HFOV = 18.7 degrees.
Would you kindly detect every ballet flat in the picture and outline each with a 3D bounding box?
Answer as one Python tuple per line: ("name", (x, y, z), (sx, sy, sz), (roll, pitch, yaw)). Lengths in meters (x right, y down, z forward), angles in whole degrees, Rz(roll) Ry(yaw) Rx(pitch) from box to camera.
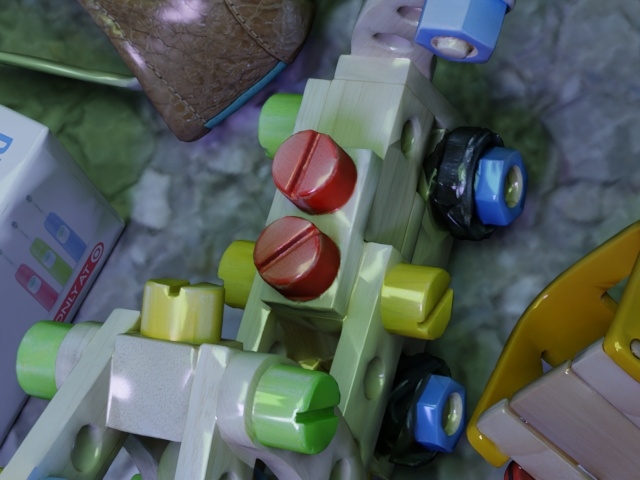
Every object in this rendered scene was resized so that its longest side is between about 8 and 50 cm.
("ballet flat", (-0.158, -0.154, 0.908), (0.342, 0.116, 0.124), (34, 100, 16))

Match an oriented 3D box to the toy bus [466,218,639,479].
("toy bus", (0.160, 0.084, 0.746), (0.190, 0.202, 0.104), (9, 43, 21))

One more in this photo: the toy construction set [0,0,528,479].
("toy construction set", (0.000, 0.000, 0.742), (0.151, 0.215, 0.328), (23, 81, 33))

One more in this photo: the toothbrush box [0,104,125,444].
("toothbrush box", (-0.265, 0.005, 0.854), (0.283, 0.122, 0.206), (24, 77, 19))
